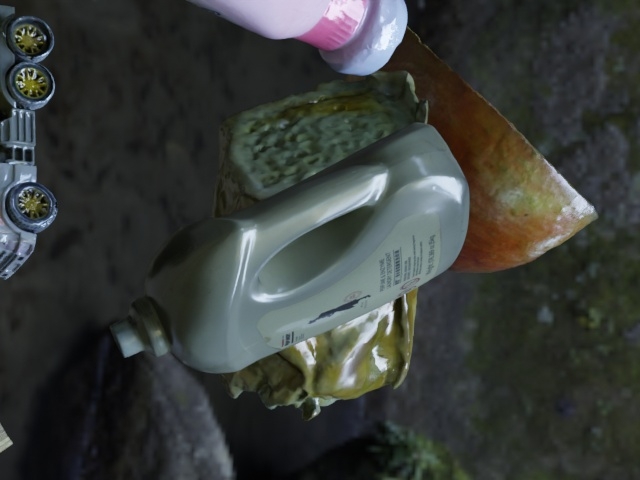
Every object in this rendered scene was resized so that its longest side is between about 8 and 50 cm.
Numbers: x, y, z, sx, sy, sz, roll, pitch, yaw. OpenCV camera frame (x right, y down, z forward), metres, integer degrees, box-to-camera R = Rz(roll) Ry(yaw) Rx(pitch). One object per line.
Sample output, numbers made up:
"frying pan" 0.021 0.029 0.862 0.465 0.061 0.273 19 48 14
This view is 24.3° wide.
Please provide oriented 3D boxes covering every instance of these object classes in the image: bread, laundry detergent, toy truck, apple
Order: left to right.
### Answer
"toy truck" -0.275 -0.088 1.155 0.114 0.098 0.227 6 67 -28
"laundry detergent" -0.079 -0.218 1.094 0.335 0.088 0.159 23 25 -36
"laundry detergent" -0.025 0.016 1.032 0.091 0.253 0.181 62 -14 18
"bread" 0.000 0.004 1.325 0.238 0.196 0.252 -23 131 -25
"apple" 0.148 -0.102 1.736 0.179 0.346 0.254 -29 153 -31

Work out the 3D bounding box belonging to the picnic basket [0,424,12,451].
"picnic basket" -0.458 0.250 1.771 0.079 0.164 0.115 61 1 -1
